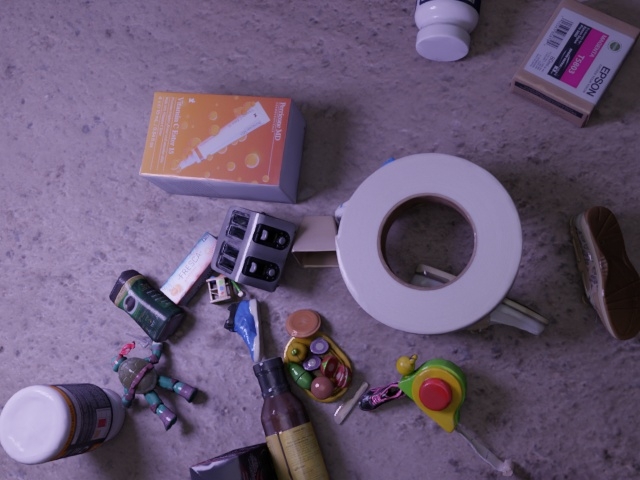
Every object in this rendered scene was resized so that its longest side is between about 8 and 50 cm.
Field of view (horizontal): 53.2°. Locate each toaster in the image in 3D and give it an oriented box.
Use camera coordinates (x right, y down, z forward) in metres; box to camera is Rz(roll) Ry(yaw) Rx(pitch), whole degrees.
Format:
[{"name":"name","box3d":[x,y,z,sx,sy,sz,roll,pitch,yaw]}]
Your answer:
[{"name":"toaster","box3d":[-0.158,0.012,1.481,0.185,0.110,0.168,20,91,55]}]

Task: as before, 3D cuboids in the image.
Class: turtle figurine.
[{"name":"turtle figurine","box3d":[-0.415,0.329,1.505,0.234,0.118,0.175,35,87,10]}]

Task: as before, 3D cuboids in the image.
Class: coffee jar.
[{"name":"coffee jar","box3d":[-0.424,0.156,1.550,0.184,0.079,0.096,39,110,15]}]

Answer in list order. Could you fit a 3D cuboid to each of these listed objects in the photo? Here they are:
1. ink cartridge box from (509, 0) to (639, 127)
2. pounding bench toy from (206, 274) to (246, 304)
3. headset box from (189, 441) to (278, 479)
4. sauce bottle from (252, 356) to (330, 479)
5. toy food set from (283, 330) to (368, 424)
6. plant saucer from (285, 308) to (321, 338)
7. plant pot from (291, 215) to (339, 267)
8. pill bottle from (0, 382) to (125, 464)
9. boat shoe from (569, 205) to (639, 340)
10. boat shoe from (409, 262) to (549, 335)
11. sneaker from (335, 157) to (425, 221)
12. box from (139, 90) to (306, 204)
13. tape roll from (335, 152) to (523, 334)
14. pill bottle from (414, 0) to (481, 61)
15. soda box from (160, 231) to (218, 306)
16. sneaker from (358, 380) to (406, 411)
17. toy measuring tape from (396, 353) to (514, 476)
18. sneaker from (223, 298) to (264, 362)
[{"name":"ink cartridge box","box3d":[0.579,-0.409,1.462,0.193,0.088,0.235,31,86,16]},{"name":"pounding bench toy","box3d":[-0.223,0.112,1.536,0.083,0.052,0.065,-14,76,8]},{"name":"headset box","box3d":[-0.161,0.546,1.314,0.110,0.293,0.218,-15,77,8]},{"name":"sauce bottle","box3d":[-0.066,0.430,1.412,0.111,0.111,0.344,-20,76,7]},{"name":"toy food set","box3d":[0.001,0.297,1.445,0.128,0.071,0.218,-46,75,0]},{"name":"plant saucer","box3d":[-0.041,0.191,1.481,0.083,0.013,0.083,-6,43,5]},{"name":"plant pot","box3d":[0.000,0.000,1.492,0.109,0.109,0.096,-1,67,11]},{"name":"pill bottle","box3d":[-0.563,0.401,1.429,0.162,0.278,0.162,-2,78,11]},{"name":"boat shoe","box3d":[0.609,0.072,1.371,0.104,0.089,0.285,-5,79,-16]},{"name":"boat shoe","box3d":[0.337,0.150,1.396,0.302,0.113,0.103,22,90,22]},{"name":"sneaker","box3d":[0.145,-0.118,1.504,0.240,0.091,0.126,-14,58,9]},{"name":"box","box3d":[-0.227,-0.222,1.543,0.345,0.168,0.215,5,80,12]},{"name":"tape roll","box3d":[0.226,0.007,1.356,0.392,0.072,0.392,-3,79,14]},{"name":"pill bottle","box3d":[0.304,-0.574,1.516,0.153,0.153,0.265,7,81,13]},{"name":"soda box","box3d":[-0.304,0.071,1.558,0.063,0.058,0.183,38,87,16]},{"name":"sneaker","box3d":[0.136,0.344,1.417,0.119,0.057,0.047,-27,77,6]},{"name":"toy measuring tape","box3d":[0.302,0.351,1.355,0.330,0.121,0.121,40,89,9]},{"name":"sneaker","box3d":[-0.182,0.216,1.503,0.084,0.058,0.152,-9,73,4]}]
